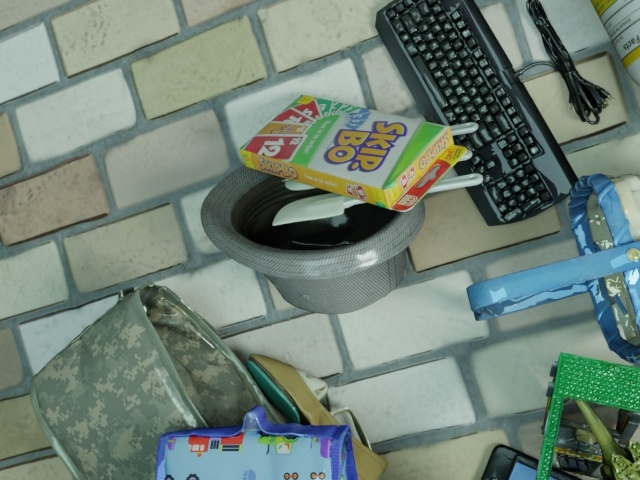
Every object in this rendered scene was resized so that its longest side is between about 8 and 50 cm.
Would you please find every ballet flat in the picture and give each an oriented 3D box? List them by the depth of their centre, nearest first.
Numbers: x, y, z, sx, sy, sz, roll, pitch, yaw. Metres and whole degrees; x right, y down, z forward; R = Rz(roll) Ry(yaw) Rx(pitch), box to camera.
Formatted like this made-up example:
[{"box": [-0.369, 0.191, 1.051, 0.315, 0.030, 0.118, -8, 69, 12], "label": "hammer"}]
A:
[{"box": [-0.003, 0.224, 1.224, 0.073, 0.080, 0.232, -33, 70, -20], "label": "ballet flat"}]

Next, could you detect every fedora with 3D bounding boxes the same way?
[{"box": [0.000, 0.000, 1.156, 0.275, 0.244, 0.124, 14, 131, 33], "label": "fedora"}]

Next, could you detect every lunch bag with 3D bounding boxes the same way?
[{"box": [-0.068, 0.333, 1.063, 0.220, 0.138, 0.293, -4, 93, 18], "label": "lunch bag"}, {"box": [-0.218, 0.220, 1.237, 0.235, 0.169, 0.287, -38, 84, 24], "label": "lunch bag"}]

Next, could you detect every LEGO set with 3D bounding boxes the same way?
[{"box": [0.353, 0.266, 1.025, 0.331, 0.192, 0.255, 3, 64, 10], "label": "LEGO set"}]

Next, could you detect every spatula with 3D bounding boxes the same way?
[{"box": [0.067, -0.088, 1.117, 0.242, 0.168, 0.019, -10, 123, 15], "label": "spatula"}]

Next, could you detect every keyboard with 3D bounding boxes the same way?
[{"box": [0.215, -0.189, 1.141, 0.201, 0.033, 0.317, -31, 84, 18], "label": "keyboard"}]

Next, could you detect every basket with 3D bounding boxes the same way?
[{"box": [0.298, 0.033, 1.010, 0.288, 0.255, 0.201, -12, 82, 10], "label": "basket"}]

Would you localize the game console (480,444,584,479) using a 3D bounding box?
[{"box": [0.249, 0.333, 1.134, 0.144, 0.085, 0.124, 22, 101, 16], "label": "game console"}]

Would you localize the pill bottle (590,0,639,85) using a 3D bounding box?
[{"box": [0.379, -0.280, 0.996, 0.188, 0.188, 0.334, -27, 85, 18], "label": "pill bottle"}]

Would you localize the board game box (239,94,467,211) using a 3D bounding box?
[{"box": [0.034, -0.107, 1.119, 0.259, 0.124, 0.039, 21, 144, 38], "label": "board game box"}]
